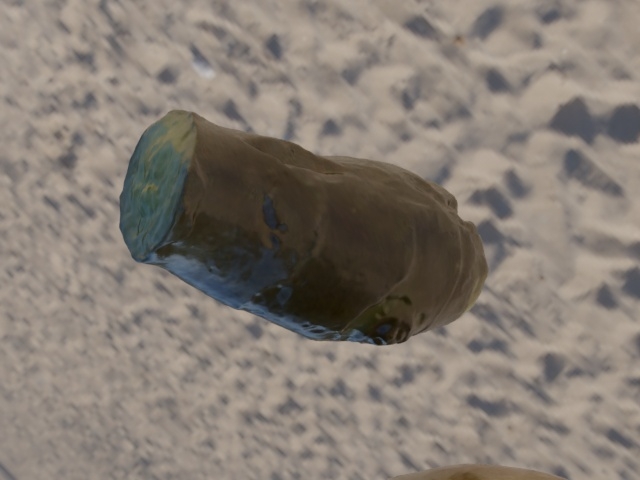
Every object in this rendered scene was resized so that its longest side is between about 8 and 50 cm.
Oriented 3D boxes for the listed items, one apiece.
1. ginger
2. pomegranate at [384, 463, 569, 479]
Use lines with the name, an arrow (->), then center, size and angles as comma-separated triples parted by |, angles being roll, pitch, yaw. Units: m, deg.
ginger -> 0.000, 0.000, 0.771 | 0.263, 0.116, 0.109 | 17, 180, -41
pomegranate -> 0.106, 0.293, 0.757 | 0.338, 0.338, 0.338 | 40, 161, 17
